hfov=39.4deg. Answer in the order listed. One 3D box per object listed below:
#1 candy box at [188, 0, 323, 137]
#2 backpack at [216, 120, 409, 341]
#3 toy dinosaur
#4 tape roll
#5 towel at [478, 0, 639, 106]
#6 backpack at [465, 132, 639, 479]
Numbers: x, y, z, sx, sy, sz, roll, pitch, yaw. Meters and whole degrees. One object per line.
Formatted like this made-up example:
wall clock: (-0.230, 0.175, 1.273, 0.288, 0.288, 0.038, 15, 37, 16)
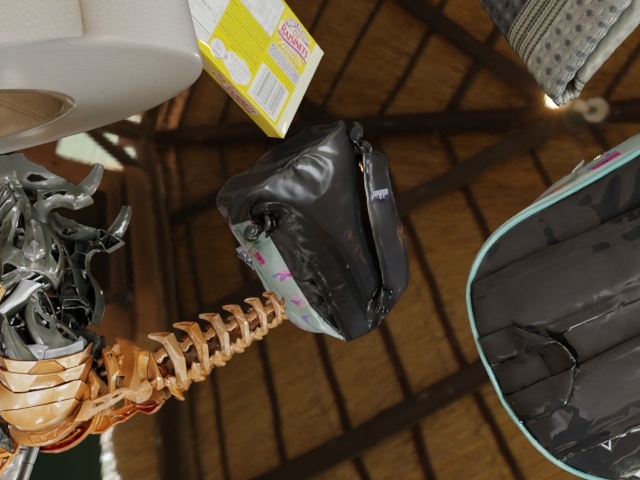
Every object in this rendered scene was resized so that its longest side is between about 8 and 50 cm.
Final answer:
candy box: (-0.072, -0.192, 0.816, 0.027, 0.206, 0.105, 9, -112, 35)
backpack: (0.000, 0.000, 0.812, 0.152, 0.182, 0.115, -36, -156, -21)
toy dinosaur: (-0.196, 0.072, 0.612, 0.164, 0.322, 0.218, 129, -44, -59)
tape roll: (-0.268, -0.102, 0.568, 0.392, 0.392, 0.071, -9, -86, 65)
towel: (0.248, -0.348, 0.847, 0.324, 0.056, 0.312, -58, -135, 41)
backpack: (0.176, 0.031, 0.466, 0.165, 0.188, 0.144, 61, 10, 3)
